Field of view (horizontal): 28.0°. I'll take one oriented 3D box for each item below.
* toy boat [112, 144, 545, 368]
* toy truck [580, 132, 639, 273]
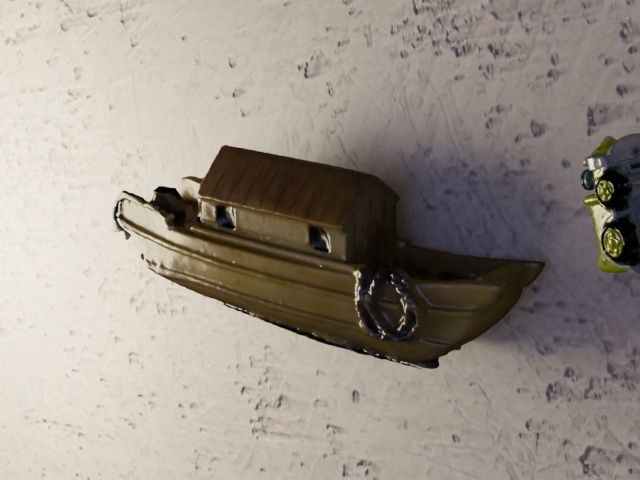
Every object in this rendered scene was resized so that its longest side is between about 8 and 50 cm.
[{"bbox_3d":[0.000,0.000,1.219,0.445,0.136,0.162,16,114,35],"label":"toy boat"},{"bbox_3d":[0.241,-0.029,1.018,0.077,0.076,0.111,-12,90,64],"label":"toy truck"}]
